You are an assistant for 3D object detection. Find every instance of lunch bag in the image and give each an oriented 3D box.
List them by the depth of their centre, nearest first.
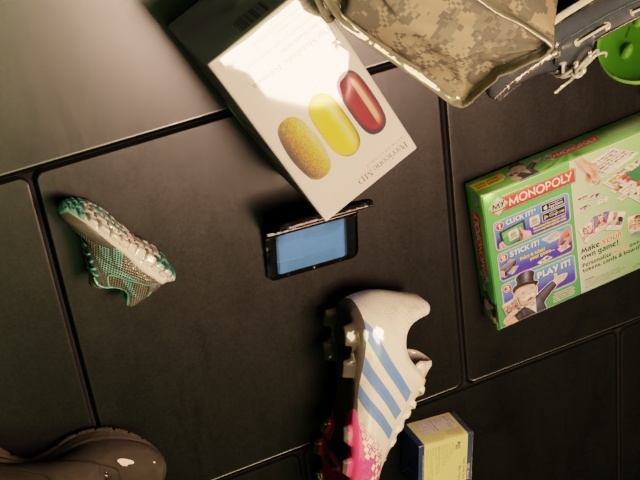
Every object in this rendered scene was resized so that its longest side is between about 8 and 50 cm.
[{"bbox_3d":[0.099,-0.314,1.350,0.287,0.235,0.169,31,143,-25],"label":"lunch bag"}]

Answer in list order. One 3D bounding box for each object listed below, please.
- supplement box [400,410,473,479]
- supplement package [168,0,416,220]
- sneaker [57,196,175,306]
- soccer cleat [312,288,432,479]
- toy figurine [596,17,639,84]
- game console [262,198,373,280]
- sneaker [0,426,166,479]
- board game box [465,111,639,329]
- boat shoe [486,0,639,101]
[{"bbox_3d":[0.159,0.291,1.824,0.083,0.056,0.083,-13,120,-20],"label":"supplement box"},{"bbox_3d":[-0.027,-0.166,1.443,0.139,0.134,0.244,-40,126,-2],"label":"supplement package"},{"bbox_3d":[-0.238,0.019,1.481,0.076,0.065,0.166,-44,125,6],"label":"sneaker"},{"bbox_3d":[0.077,0.215,1.706,0.143,0.116,0.331,-8,118,-23],"label":"soccer cleat"},{"bbox_3d":[0.444,-0.236,1.678,0.159,0.130,0.173,37,70,-49],"label":"toy figurine"},{"bbox_3d":[0.000,0.000,1.586,0.122,0.107,0.071,-16,93,-19],"label":"game console"},{"bbox_3d":[-0.311,0.298,1.549,0.286,0.130,0.109,-6,116,-25],"label":"sneaker"},{"bbox_3d":[0.349,-0.034,1.756,0.317,0.046,0.213,-22,123,-15],"label":"board game box"},{"bbox_3d":[0.303,-0.239,1.591,0.254,0.095,0.079,-37,91,-12],"label":"boat shoe"}]
